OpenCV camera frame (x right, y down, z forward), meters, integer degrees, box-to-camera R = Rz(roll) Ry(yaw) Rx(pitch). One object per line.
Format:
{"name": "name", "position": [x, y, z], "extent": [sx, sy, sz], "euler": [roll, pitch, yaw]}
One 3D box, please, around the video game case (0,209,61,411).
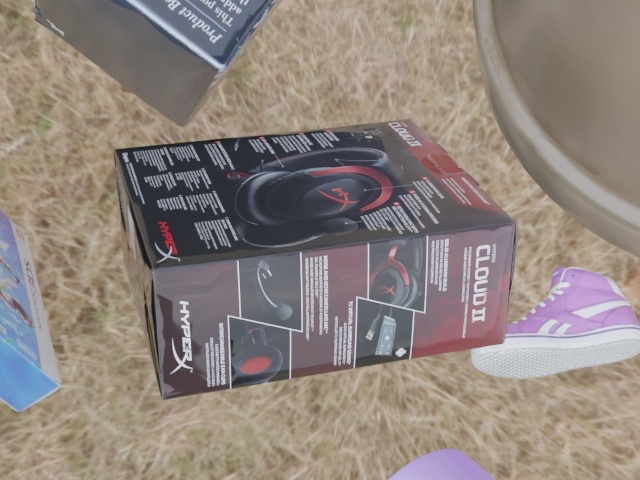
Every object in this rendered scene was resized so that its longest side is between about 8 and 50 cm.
{"name": "video game case", "position": [-0.377, 0.010, 1.089], "extent": [0.061, 0.269, 0.244], "euler": [-31, 48, 3]}

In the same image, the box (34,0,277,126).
{"name": "box", "position": [-0.089, -0.349, 1.078], "extent": [0.212, 0.293, 0.395], "euler": [37, 79, -9]}

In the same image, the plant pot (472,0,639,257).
{"name": "plant pot", "position": [0.222, -0.161, 0.499], "extent": [0.323, 0.280, 0.323], "euler": [-3, 78, 12]}

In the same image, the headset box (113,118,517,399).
{"name": "headset box", "position": [0.000, 0.000, 0.843], "extent": [0.293, 0.218, 0.110], "euler": [-8, 119, -15]}

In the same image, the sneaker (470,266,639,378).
{"name": "sneaker", "position": [0.355, 0.124, 1.699], "extent": [0.282, 0.102, 0.161], "euler": [-5, 56, -15]}

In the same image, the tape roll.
{"name": "tape roll", "position": [0.163, 0.456, 1.646], "extent": [0.275, 0.275, 0.090], "euler": [-49, 49, -2]}
